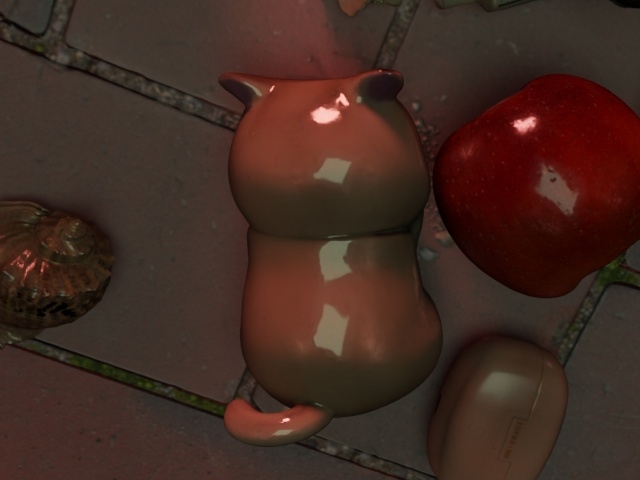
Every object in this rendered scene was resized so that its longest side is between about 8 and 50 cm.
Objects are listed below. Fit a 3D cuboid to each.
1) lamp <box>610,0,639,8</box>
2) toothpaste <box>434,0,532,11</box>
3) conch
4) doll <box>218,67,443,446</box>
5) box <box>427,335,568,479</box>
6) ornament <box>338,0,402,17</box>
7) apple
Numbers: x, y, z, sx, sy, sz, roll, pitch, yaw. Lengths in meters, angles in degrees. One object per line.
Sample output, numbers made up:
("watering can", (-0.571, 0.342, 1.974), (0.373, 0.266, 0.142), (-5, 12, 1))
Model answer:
("lamp", (0.442, -0.213, 0.952), (0.371, 0.108, 0.130), (26, 110, -22))
("toothpaste", (0.303, -0.305, 0.976), (0.392, 0.061, 0.098), (-17, 107, 1))
("conch", (-0.319, 0.036, 1.061), (0.207, 0.130, 0.155), (-46, 70, 34))
("doll", (0.013, 0.012, 0.996), (0.215, 0.226, 0.370), (7, 100, 28))
("box", (0.205, 0.208, 1.123), (0.146, 0.088, 0.200), (14, 108, -7))
("ornament", (0.043, -0.263, 0.989), (0.092, 0.041, 0.068), (34, 107, -13))
("apple", (0.227, -0.056, 0.970), (0.218, 0.218, 0.201), (-37, 84, 10))
